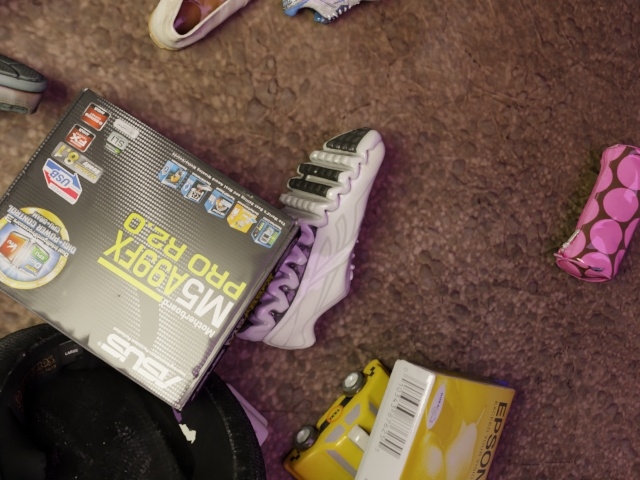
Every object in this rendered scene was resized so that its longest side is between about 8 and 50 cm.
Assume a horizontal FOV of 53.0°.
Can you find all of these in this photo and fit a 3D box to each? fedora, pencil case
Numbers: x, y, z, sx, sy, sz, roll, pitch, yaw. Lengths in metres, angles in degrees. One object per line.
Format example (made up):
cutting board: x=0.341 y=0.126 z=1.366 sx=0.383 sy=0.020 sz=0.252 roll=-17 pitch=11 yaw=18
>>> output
fedora: x=-0.215 y=0.235 z=0.627 sx=0.333 sy=0.334 sz=0.153 roll=17 pitch=119 yaw=-24
pencil case: x=0.431 y=-0.043 z=0.968 sx=0.098 sy=0.095 sz=0.209 roll=26 pitch=82 yaw=-8

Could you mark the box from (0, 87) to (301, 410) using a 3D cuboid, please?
box: x=-0.187 y=0.006 z=0.653 sx=0.270 sy=0.060 sz=0.216 roll=33 pitch=81 yaw=5

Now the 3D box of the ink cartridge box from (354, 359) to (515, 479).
ink cartridge box: x=0.156 y=0.322 z=0.838 sx=0.307 sy=0.072 sz=0.304 roll=20 pitch=87 yaw=-44

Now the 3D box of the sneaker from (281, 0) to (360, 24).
sneaker: x=0.013 y=-0.293 z=0.784 sx=0.135 sy=0.052 sz=0.058 roll=-4 pitch=107 yaw=-16

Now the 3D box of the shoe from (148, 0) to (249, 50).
shoe: x=-0.103 y=-0.297 z=0.721 sx=0.076 sy=0.058 sz=0.219 roll=44 pitch=78 yaw=-21

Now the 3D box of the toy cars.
toy cars: x=-0.046 y=0.261 z=0.789 sx=0.393 sy=0.087 sz=0.177 roll=-4 pitch=97 yaw=-23

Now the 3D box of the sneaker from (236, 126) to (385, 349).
sneaker: x=0.000 y=0.000 z=0.781 sx=0.118 sy=0.110 sz=0.292 roll=30 pitch=92 yaw=-31

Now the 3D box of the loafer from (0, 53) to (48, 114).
loafer: x=-0.401 y=-0.158 z=0.601 sx=0.267 sy=0.096 sz=0.084 roll=15 pitch=109 yaw=-17
